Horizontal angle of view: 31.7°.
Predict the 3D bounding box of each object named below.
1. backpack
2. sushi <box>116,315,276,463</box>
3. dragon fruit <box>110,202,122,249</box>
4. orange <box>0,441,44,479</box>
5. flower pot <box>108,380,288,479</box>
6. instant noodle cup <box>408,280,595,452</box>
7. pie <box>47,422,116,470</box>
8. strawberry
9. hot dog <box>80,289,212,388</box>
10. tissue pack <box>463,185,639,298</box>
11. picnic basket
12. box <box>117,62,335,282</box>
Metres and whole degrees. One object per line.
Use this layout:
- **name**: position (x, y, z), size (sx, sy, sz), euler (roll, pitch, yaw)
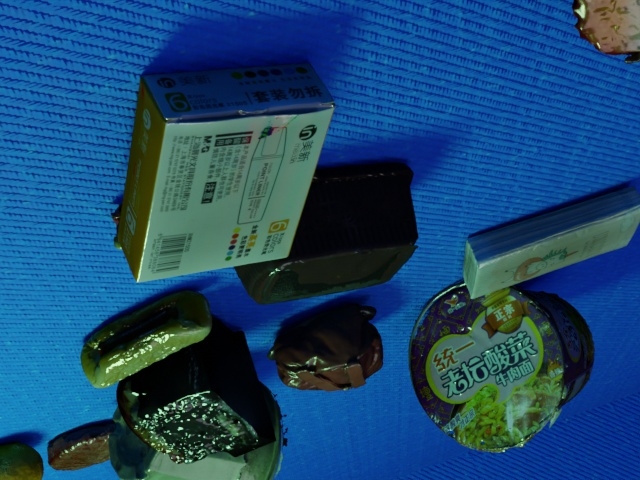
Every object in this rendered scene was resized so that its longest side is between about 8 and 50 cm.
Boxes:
- **backpack**: position (0.024, 0.218, 2.116), size (0.229, 0.139, 0.229), euler (-16, 154, -8)
- **sushi**: position (-0.227, 0.261, 1.913), size (0.212, 0.215, 0.227), euler (-26, 157, 13)
- **dragon fruit**: position (-0.223, -0.008, 1.497), size (0.086, 0.081, 0.116), euler (-8, 151, 26)
- **orange**: position (-0.591, 0.448, 2.142), size (0.135, 0.117, 0.135), euler (-56, 164, -25)
- **flower pot**: position (-0.241, 0.379, 2.128), size (0.259, 0.290, 0.290), euler (19, 137, -39)
- **instant noodle cup**: position (0.385, 0.239, 2.260), size (0.340, 0.340, 0.266), euler (-35, 161, 30)
- **pie**: position (-0.464, 0.418, 2.271), size (0.182, 0.049, 0.182), euler (-16, 158, -7)
- **strawberry**: position (0.369, -0.327, 1.285), size (0.190, 0.111, 0.236), euler (-15, 135, 13)
- **hot dog**: position (-0.288, 0.154, 1.801), size (0.242, 0.084, 0.073), euler (-26, 152, 14)
- **tissue pack**: position (0.422, 0.005, 2.066), size (0.325, 0.071, 0.170), euler (-18, 155, -6)
- **picnic basket**: position (0.000, 0.000, 1.641), size (0.297, 0.129, 0.222), euler (-8, 155, -25)
- **box**: position (-0.117, -0.080, 1.353), size (0.221, 0.091, 0.274), euler (-8, 140, -28)
